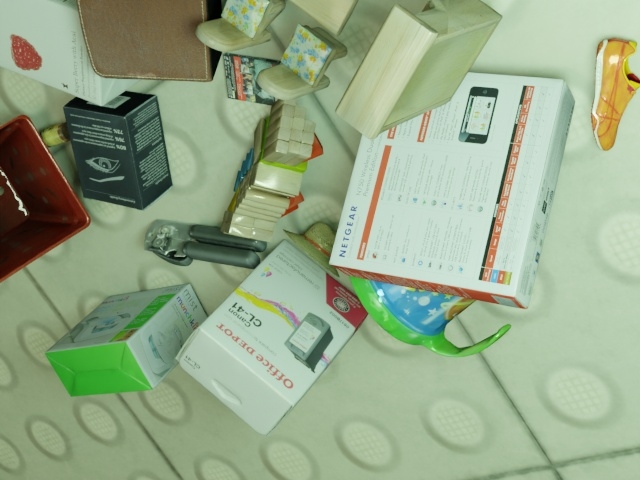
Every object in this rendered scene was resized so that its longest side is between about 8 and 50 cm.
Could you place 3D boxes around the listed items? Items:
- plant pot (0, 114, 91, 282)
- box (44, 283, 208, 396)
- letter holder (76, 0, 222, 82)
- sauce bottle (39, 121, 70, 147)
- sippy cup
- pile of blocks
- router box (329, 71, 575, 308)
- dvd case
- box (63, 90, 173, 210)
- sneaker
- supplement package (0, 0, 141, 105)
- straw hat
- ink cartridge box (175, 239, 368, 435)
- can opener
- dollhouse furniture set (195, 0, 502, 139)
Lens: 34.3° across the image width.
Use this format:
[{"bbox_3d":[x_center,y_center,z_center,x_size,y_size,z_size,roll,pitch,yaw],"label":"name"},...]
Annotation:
[{"bbox_3d":[-0.691,-0.080,2.174,0.236,0.267,0.267,3,125,59],"label":"plant pot"},{"bbox_3d":[-0.403,0.214,2.203,0.262,0.231,0.126,-10,114,37],"label":"box"},{"bbox_3d":[-0.280,-0.428,1.694,0.215,0.152,0.301,2,124,3],"label":"letter holder"},{"bbox_3d":[-0.555,-0.214,2.138,0.128,0.042,0.042,-9,115,41],"label":"sauce bottle"},{"bbox_3d":[0.197,0.022,1.712,0.305,0.240,0.224,40,124,-22],"label":"sippy cup"},{"bbox_3d":[-0.074,-0.122,1.865,0.113,0.148,0.362,13,143,-18],"label":"pile of blocks"},{"bbox_3d":[0.199,-0.090,1.573,0.301,0.335,0.082,10,169,28],"label":"router box"},{"bbox_3d":[-0.115,-0.283,1.831,0.120,0.013,0.087,13,126,26],"label":"dvd case"},{"bbox_3d":[-0.391,-0.180,2.012,0.153,0.108,0.207,13,127,25],"label":"box"},{"bbox_3d":[0.429,-0.206,1.504,0.068,0.064,0.175,7,127,17],"label":"sneaker"},{"bbox_3d":[-0.463,-0.393,1.867,0.293,0.175,0.177,22,130,19],"label":"supplement package"},{"bbox_3d":[0.000,0.000,1.910,0.144,0.144,0.061,40,92,3],"label":"straw hat"},{"bbox_3d":[-0.081,0.174,1.919,0.226,0.306,0.131,39,133,4],"label":"ink cartridge box"},{"bbox_3d":[-0.230,0.015,2.084,0.284,0.076,0.095,9,156,27],"label":"can opener"},{"bbox_3d":[0.018,-0.347,1.468,0.394,0.256,0.362,39,122,13],"label":"dollhouse furniture set"}]
